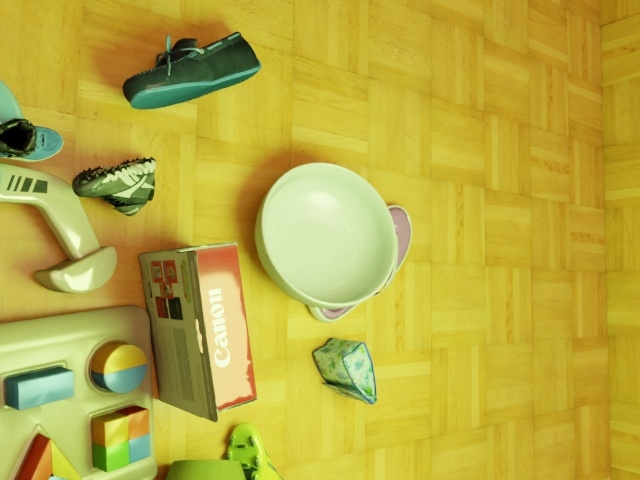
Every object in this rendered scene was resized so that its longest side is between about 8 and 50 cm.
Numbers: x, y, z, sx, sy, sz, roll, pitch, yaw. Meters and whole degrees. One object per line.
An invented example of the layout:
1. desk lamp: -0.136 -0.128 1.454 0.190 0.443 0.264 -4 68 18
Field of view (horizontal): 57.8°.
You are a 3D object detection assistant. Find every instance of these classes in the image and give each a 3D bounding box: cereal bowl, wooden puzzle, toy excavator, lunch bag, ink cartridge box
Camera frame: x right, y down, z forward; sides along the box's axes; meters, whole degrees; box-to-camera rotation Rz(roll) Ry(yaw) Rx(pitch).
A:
1. cereal bowl: 0.000 0.000 1.349 0.339 0.141 0.339 8 69 -22
2. wooden puzzle: -0.428 0.305 1.033 0.322 0.080 0.348 -4 89 -50
3. toy excavator: -0.554 -0.124 0.949 0.445 0.222 0.433 2 87 -45
4. lunch bag: 0.065 0.323 1.407 0.096 0.129 0.151 -33 108 -32
5. ink cartridge box: -0.224 0.164 1.115 0.130 0.272 0.309 -9 93 -36

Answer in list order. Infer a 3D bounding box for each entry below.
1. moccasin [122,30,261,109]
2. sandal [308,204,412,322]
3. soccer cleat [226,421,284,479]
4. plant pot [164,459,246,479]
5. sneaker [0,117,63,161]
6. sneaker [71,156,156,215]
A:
1. moccasin: -0.278 -0.363 1.218 0.342 0.138 0.117 -34 103 -48
2. sandal: 0.134 0.064 1.493 0.416 0.102 0.169 -46 113 -29
3. soccer cleat: -0.129 0.535 1.293 0.121 0.093 0.289 -24 98 -66
4. plant pot: -0.229 0.582 1.117 0.275 0.275 0.293 17 60 -35
5. sneaker: -0.447 -0.153 0.890 0.152 0.084 0.058 -11 98 -59
6. sneaker: -0.374 -0.093 1.093 0.234 0.078 0.106 -50 137 -71
